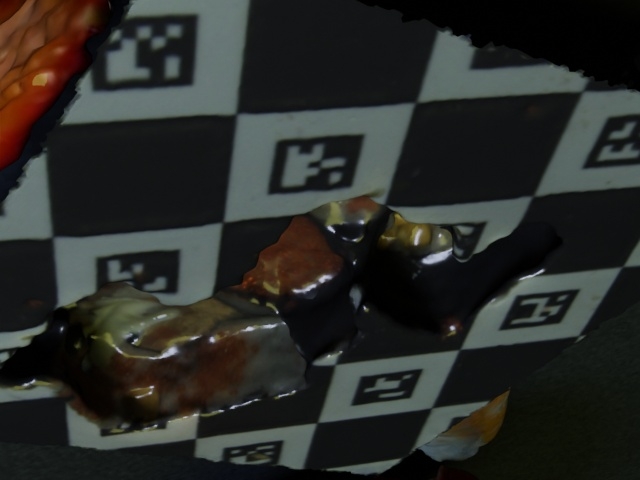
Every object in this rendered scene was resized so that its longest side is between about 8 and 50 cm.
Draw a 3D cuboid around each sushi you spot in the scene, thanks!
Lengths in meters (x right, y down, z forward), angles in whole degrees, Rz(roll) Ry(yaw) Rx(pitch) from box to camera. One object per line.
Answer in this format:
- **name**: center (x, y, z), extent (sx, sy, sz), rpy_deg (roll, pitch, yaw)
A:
- **sushi**: center (0.000, 0.000, 0.476), extent (0.294, 0.059, 0.292), rpy_deg (13, 139, -35)

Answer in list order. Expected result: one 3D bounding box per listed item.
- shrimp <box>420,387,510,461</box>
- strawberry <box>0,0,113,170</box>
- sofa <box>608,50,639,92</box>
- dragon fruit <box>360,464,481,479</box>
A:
- **shrimp**: center (0.021, 0.088, 0.633), extent (0.166, 0.049, 0.161), rpy_deg (-16, 143, -2)
- **strawberry**: center (-0.176, -0.032, 0.332), extent (0.236, 0.111, 0.190), rpy_deg (-43, 173, -3)
- **sofa**: center (0.144, -0.042, 0.518), extent (0.060, 0.039, 0.118), rpy_deg (8, 137, -34)
- **dragon fruit**: center (0.020, 0.258, 0.698), extent (0.250, 0.250, 0.315), rpy_deg (3, 167, -28)
